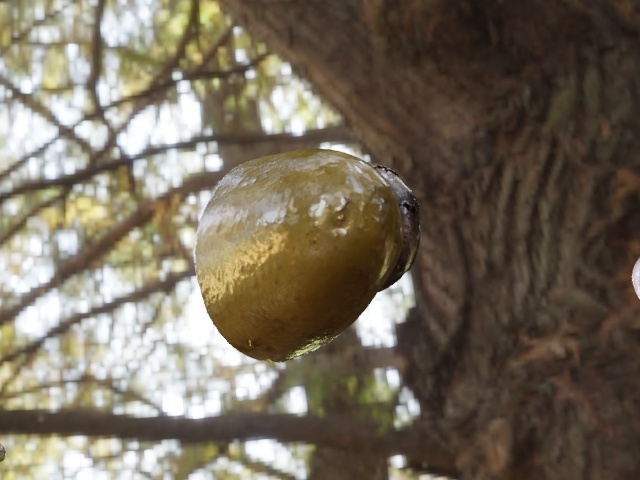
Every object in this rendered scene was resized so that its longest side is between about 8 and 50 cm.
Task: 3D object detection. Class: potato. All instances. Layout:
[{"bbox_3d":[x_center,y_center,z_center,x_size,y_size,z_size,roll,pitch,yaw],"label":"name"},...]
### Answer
[{"bbox_3d":[0.000,0.000,1.267,0.203,0.178,0.158,-41,12,-31],"label":"potato"}]

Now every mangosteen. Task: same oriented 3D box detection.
[{"bbox_3d":[0.040,-0.012,1.744,0.166,0.166,0.180,-21,-1,24],"label":"mangosteen"}]

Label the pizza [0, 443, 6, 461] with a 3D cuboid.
[{"bbox_3d":[-0.569,0.265,1.796,0.258,0.087,0.268,4,-1,22],"label":"pizza"}]

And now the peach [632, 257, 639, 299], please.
[{"bbox_3d":[0.402,0.055,1.669,0.061,0.098,0.098,-57,-40,0],"label":"peach"}]
